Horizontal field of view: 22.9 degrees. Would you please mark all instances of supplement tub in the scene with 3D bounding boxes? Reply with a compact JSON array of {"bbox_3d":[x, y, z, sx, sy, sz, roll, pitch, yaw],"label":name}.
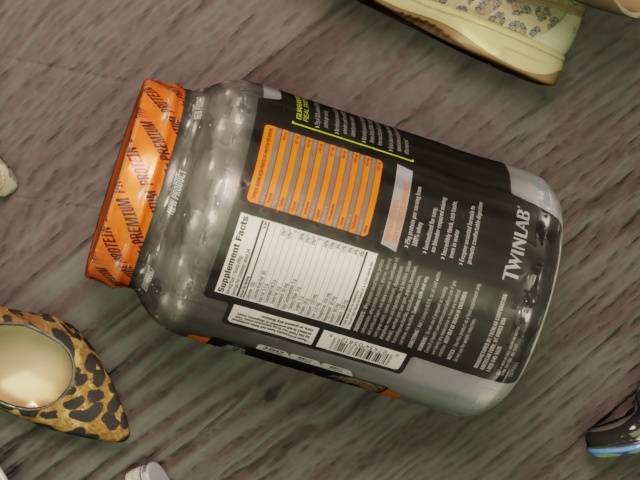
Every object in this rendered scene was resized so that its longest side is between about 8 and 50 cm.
[{"bbox_3d":[0.000,0.000,1.239,0.338,0.207,0.207,18,101,-9],"label":"supplement tub"}]

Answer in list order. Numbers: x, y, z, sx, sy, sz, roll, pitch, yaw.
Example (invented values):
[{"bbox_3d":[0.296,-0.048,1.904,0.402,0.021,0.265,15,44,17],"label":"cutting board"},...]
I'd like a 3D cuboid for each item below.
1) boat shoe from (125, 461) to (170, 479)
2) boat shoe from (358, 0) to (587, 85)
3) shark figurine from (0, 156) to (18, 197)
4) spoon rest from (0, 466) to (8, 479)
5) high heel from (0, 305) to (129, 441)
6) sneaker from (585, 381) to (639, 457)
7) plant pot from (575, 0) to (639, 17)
[{"bbox_3d":[-0.138,0.239,1.377,0.035,0.035,0.100,-19,111,27],"label":"boat shoe"},{"bbox_3d":[0.080,-0.217,1.255,0.285,0.104,0.089,24,96,-22],"label":"boat shoe"},{"bbox_3d":[-0.327,-0.142,1.203,0.166,0.116,0.278,-27,130,-38],"label":"shark figurine"},{"bbox_3d":[-0.281,0.273,1.341,0.137,0.084,0.276,-41,105,5],"label":"spoon rest"},{"bbox_3d":[-0.255,0.104,1.247,0.261,0.186,0.093,41,97,-14],"label":"high heel"},{"bbox_3d":[0.306,0.124,1.384,0.188,0.067,0.078,-39,83,6],"label":"sneaker"},{"bbox_3d":[0.172,-0.320,1.170,0.191,0.284,0.284,14,105,28],"label":"plant pot"}]
